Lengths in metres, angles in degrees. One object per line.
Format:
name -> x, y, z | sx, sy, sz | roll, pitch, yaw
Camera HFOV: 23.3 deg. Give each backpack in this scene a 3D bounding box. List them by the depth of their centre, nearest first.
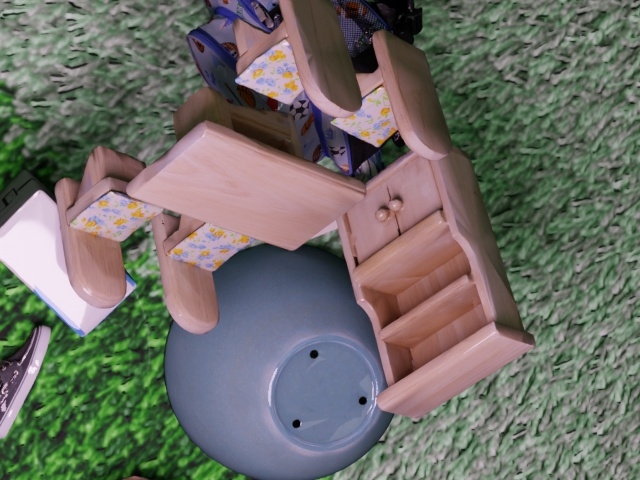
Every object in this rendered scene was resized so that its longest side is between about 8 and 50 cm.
backpack -> -0.029, -0.216, 1.722 | 0.213, 0.276, 0.263 | -31, 69, -12

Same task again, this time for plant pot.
plant pot -> -0.021, 0.157, 1.801 | 0.290, 0.195, 0.290 | -2, 97, -17

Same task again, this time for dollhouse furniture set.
dollhouse furniture set -> 0.000, 0.000, 1.562 | 0.394, 0.256, 0.362 | 19, 135, -42

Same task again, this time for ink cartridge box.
ink cartridge box -> -0.293, 0.010, 1.698 | 0.086, 0.203, 0.148 | -46, 106, -5

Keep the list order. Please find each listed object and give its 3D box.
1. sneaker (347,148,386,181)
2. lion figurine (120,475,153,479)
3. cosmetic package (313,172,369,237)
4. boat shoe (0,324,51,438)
sneaker -> 0.056, -0.098, 1.867 | 0.059, 0.053, 0.144 | -40, 107, -10
lion figurine -> -0.285, 0.462, 1.808 | 0.240, 0.142, 0.392 | -4, 113, -31
cosmetic package -> 0.005, -0.035, 1.830 | 0.115, 0.060, 0.041 | -21, 103, 17
boat shoe -> -0.353, 0.159, 1.779 | 0.040, 0.049, 0.142 | 25, 92, -18
